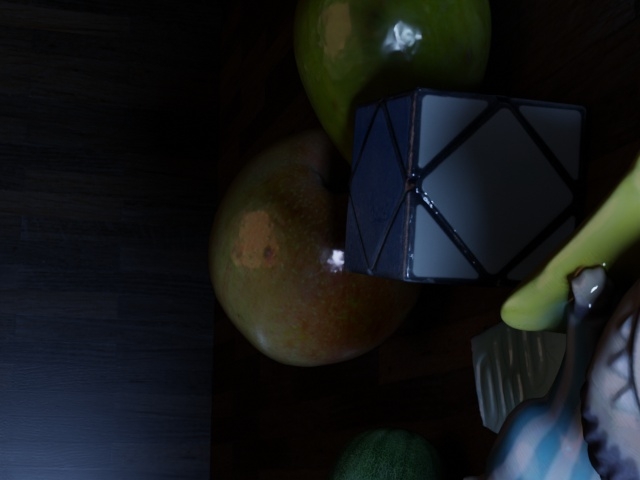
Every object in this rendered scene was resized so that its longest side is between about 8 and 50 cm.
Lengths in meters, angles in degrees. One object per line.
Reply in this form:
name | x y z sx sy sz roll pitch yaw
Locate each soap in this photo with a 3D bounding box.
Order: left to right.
soap | 0.236 0.134 1.185 0.230 0.091 0.145 129 142 -60

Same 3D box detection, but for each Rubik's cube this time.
Rubik's cube | 0.155 -0.055 1.295 0.205 0.207 0.205 -173 86 -74

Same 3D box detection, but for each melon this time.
melon | 0.081 0.382 1.480 0.182 0.182 0.288 163 111 -72

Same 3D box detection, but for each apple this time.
apple | 0.000 0.000 1.619 0.277 0.319 0.319 93 168 -44

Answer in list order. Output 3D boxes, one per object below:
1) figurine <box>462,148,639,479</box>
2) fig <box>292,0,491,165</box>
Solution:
figurine | 0.274 0.177 0.730 0.378 0.266 0.361 -108 32 -48
fig | 0.096 -0.225 1.473 0.258 0.258 0.326 -167 70 -73
